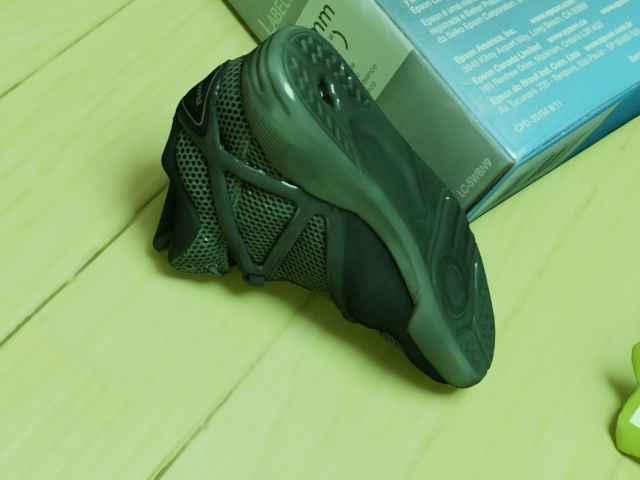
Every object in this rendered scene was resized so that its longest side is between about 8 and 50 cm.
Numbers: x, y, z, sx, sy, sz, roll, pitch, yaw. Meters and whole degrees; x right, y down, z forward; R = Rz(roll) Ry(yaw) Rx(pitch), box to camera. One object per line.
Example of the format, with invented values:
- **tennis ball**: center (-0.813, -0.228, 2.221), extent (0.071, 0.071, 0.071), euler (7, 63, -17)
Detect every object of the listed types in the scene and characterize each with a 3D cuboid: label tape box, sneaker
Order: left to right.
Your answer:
- **sneaker**: center (0.000, 0.000, 0.617), extent (0.227, 0.130, 0.087), euler (48, 40, -28)
- **label tape box**: center (0.066, -0.192, 0.748), extent (0.240, 0.106, 0.334), euler (-30, 76, -36)

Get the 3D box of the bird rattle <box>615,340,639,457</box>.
- **bird rattle**: center (0.292, 0.106, 0.609), extent (0.143, 0.207, 0.253), euler (-39, 62, -23)
